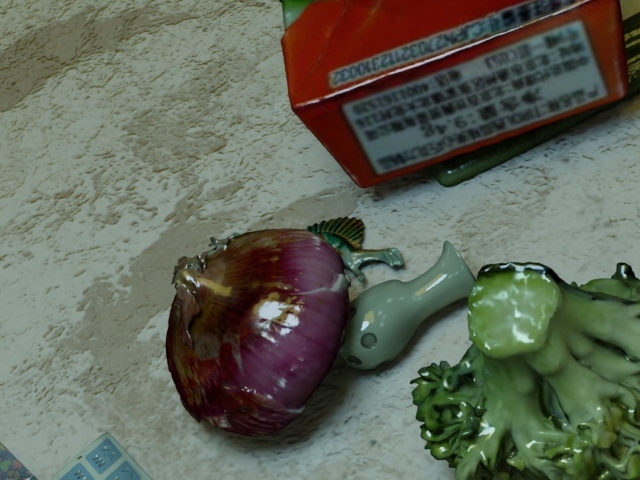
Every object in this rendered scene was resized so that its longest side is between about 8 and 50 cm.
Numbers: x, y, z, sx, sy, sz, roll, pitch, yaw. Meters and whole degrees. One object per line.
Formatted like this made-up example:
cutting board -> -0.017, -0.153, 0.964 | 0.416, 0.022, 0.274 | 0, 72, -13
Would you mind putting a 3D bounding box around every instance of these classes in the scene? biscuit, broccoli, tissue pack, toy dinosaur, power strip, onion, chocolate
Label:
biscuit -> 0.252, -0.160, 1.999 | 0.322, 0.038, 0.099 | -26, 50, 0
broccoli -> 0.220, 0.112, 1.635 | 0.248, 0.245, 0.288 | 31, 89, 34
tissue pack -> -0.332, 0.248, 1.899 | 0.063, 0.035, 0.083 | -41, 50, -14
toy dinosaur -> 0.000, 0.003, 1.969 | 0.106, 0.044, 0.187 | -32, 33, -24
power strip -> -0.193, 0.268, 1.825 | 0.081, 0.035, 0.192 | -39, 47, -12
onion -> -0.079, 0.076, 1.819 | 0.230, 0.163, 0.230 | -27, 45, 31
chocolate -> 0.140, -0.244, 1.994 | 0.360, 0.161, 0.341 | -19, 38, 11

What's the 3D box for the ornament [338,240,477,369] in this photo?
ornament -> 0.080, 0.068, 1.855 | 0.156, 0.075, 0.081 | -34, 42, -5
